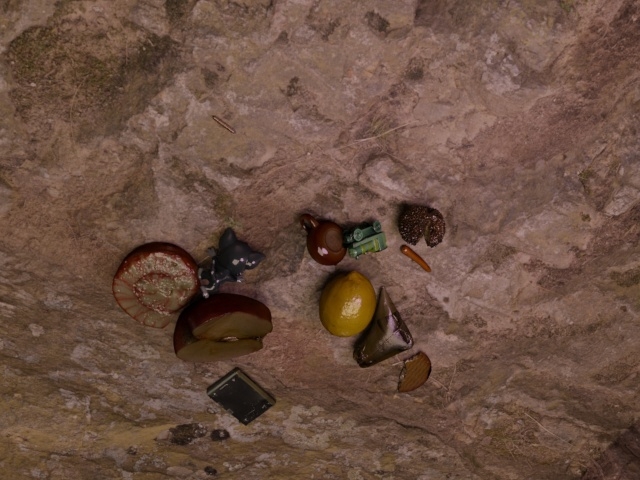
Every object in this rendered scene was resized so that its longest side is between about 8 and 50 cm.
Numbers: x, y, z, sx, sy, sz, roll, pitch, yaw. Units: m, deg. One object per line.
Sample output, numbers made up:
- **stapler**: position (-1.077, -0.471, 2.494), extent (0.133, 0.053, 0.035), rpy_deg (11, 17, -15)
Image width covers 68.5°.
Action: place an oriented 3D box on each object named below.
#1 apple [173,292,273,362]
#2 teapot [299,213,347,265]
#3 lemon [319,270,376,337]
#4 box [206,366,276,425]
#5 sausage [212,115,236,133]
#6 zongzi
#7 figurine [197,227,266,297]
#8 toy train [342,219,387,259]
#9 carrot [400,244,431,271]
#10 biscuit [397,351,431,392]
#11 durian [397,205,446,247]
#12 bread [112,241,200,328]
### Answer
- **apple**: position (-0.376, 0.350, 1.839), extent (0.365, 0.329, 0.295), rpy_deg (3, 88, -28)
- **teapot**: position (0.000, 0.000, 1.824), extent (0.135, 0.178, 0.252), rpy_deg (-24, 111, 46)
- **lemon**: position (0.109, 0.259, 1.899), extent (0.236, 0.236, 0.263), rpy_deg (29, 124, -19)
- **box**: position (-0.361, 0.715, 2.136), extent (0.211, 0.045, 0.270), rpy_deg (-37, 114, 7)
- **sausage**: position (-0.339, -0.407, 1.655), extent (0.100, 0.015, 0.015), rpy_deg (35, 105, -21)
- **zongzi**: position (0.227, 0.382, 2.039), extent (0.274, 0.145, 0.300), rpy_deg (-27, 98, 10)
- **figurine**: position (-0.370, 0.090, 1.784), extent (0.193, 0.265, 0.140), rpy_deg (43, 141, 9)
- **toy train**: position (0.171, -0.001, 1.827), extent (0.200, 0.083, 0.132), rpy_deg (-21, 101, -36)
- **carrot**: position (0.407, 0.081, 1.966), extent (0.190, 0.037, 0.037), rpy_deg (37, 104, -22)
- **biscuit**: position (0.432, 0.626, 2.216), extent (0.228, 0.031, 0.176), rpy_deg (-43, 112, 13)
- **durian**: position (0.400, -0.061, 1.825), extent (0.196, 0.166, 0.196), rpy_deg (-14, 150, -9)
- **bread**: position (-0.632, 0.162, 1.815), extent (0.295, 0.114, 0.328), rpy_deg (41, 103, -20)
